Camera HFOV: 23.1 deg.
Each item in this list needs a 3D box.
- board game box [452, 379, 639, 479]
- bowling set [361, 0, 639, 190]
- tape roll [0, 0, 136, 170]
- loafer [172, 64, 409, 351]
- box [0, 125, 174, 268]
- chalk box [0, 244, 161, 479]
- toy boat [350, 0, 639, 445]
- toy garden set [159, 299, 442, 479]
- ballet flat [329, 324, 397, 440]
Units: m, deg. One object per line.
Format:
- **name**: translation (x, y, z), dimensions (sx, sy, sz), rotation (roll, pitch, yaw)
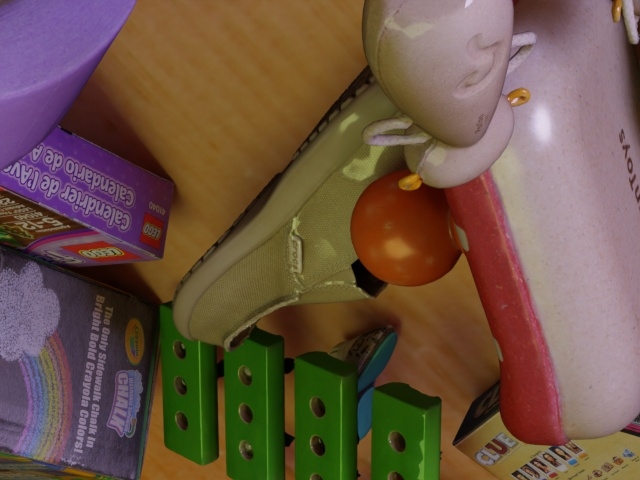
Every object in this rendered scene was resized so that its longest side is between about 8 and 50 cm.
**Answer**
- **board game box**: translation (0.209, 0.107, 0.924), dimensions (0.165, 0.042, 0.243), rotation (37, 140, -6)
- **bowling set**: translation (0.094, -0.179, 0.616), dimensions (0.200, 0.287, 0.154), rotation (56, 177, 20)
- **tape roll**: translation (-0.225, -0.158, 0.756), dimensions (0.275, 0.275, 0.090), rotation (38, 139, -6)
- **loafer**: translation (0.000, 0.000, 0.904), dimensions (0.092, 0.102, 0.268), rotation (41, 139, -1)
- **box**: translation (-0.269, -0.032, 1.007), dimensions (0.293, 0.057, 0.201), rotation (-5, 160, 36)
- **chalk box**: translation (-0.200, 0.095, 1.074), dimensions (0.132, 0.132, 0.213), rotation (-4, 160, 35)
- **toy boat**: translation (0.085, -0.008, 0.772), dimensions (0.151, 0.151, 0.231), rotation (-5, 117, 30)
- **toy garden set**: translation (-0.008, 0.160, 1.025), dimensions (0.244, 0.049, 0.203), rotation (18, 116, 43)
- **ballet flat**: translation (0.021, 0.089, 1.031), dimensions (0.041, 0.041, 0.114), rotation (23, 138, 11)
